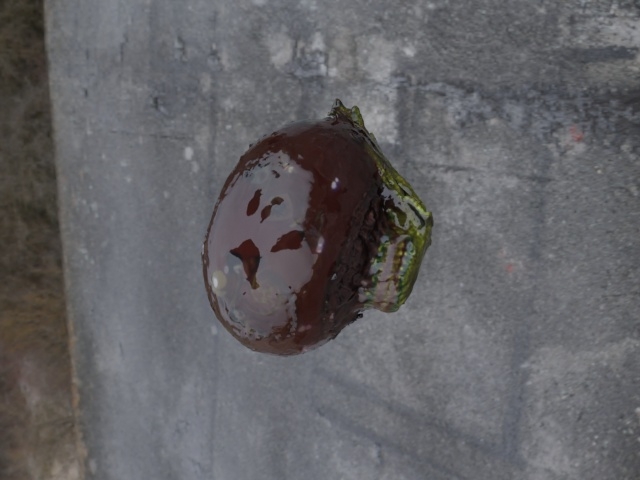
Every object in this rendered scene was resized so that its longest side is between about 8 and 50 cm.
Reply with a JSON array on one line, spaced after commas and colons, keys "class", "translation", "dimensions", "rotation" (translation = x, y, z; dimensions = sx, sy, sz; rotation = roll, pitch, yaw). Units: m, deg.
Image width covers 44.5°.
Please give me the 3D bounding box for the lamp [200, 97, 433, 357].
[{"class": "lamp", "translation": [-0.001, 0.002, 0.505], "dimensions": [0.135, 0.156, 0.157], "rotation": [24, 125, 7]}]
